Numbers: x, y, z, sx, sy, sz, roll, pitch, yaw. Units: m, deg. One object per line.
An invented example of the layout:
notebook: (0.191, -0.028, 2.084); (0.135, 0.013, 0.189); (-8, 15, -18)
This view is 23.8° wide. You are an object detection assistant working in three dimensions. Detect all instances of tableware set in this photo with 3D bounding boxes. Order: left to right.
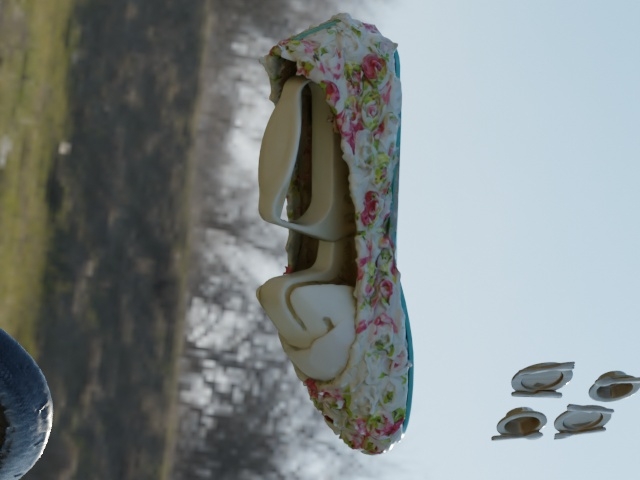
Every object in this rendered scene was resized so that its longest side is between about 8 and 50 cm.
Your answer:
tableware set: (0.258, 0.173, 1.609); (0.168, 0.141, 0.020); (107, -20, -53)

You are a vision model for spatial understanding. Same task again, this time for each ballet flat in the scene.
ballet flat: (0.000, 0.000, 0.814); (0.091, 0.077, 0.241); (2, -84, 51)

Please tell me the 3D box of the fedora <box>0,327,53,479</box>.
fedora: (-0.379, 0.097, 1.264); (0.334, 0.334, 0.152); (106, -10, -46)
